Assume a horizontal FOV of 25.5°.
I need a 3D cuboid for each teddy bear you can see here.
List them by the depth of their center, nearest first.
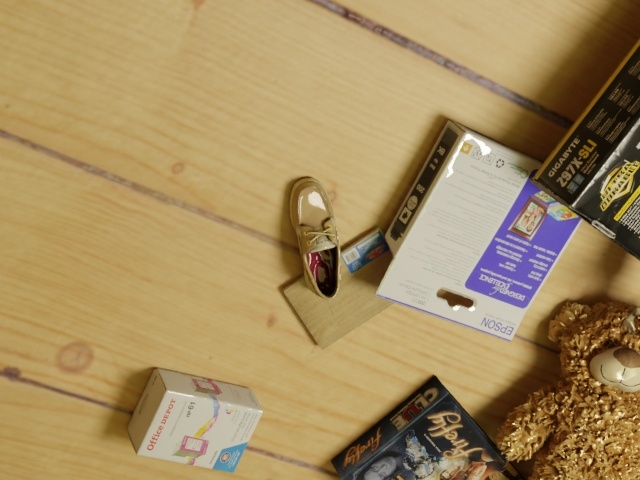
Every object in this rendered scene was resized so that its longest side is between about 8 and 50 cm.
[{"bbox_3d":[0.330,0.243,1.675,0.338,0.245,0.113,-63,162,10],"label":"teddy bear"}]

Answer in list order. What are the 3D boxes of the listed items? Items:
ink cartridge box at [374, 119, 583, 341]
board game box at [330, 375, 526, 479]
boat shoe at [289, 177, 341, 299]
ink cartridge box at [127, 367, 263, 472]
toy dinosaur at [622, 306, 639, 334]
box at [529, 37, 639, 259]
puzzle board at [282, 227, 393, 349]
[{"bbox_3d":[0.179,-0.006,1.581,0.206,0.045,0.208,21,105,-31],"label":"ink cartridge box"},{"bbox_3d":[0.146,0.296,1.734,0.165,0.042,0.243,-40,123,3],"label":"board game box"},{"bbox_3d":[0.000,0.000,1.512,0.050,0.045,0.135,-17,113,-10],"label":"boat shoe"},{"bbox_3d":[-0.140,0.200,1.565,0.122,0.052,0.088,16,110,-26],"label":"ink cartridge box"},{"bbox_3d":[0.389,0.074,1.607,0.092,0.053,0.183,-36,125,-33],"label":"toy dinosaur"},{"bbox_3d":[0.415,-0.130,1.556,0.257,0.079,0.322,29,101,-42],"label":"box"},{"bbox_3d":[0.032,0.053,1.579,0.128,0.011,0.096,-33,122,-3],"label":"puzzle board"}]
